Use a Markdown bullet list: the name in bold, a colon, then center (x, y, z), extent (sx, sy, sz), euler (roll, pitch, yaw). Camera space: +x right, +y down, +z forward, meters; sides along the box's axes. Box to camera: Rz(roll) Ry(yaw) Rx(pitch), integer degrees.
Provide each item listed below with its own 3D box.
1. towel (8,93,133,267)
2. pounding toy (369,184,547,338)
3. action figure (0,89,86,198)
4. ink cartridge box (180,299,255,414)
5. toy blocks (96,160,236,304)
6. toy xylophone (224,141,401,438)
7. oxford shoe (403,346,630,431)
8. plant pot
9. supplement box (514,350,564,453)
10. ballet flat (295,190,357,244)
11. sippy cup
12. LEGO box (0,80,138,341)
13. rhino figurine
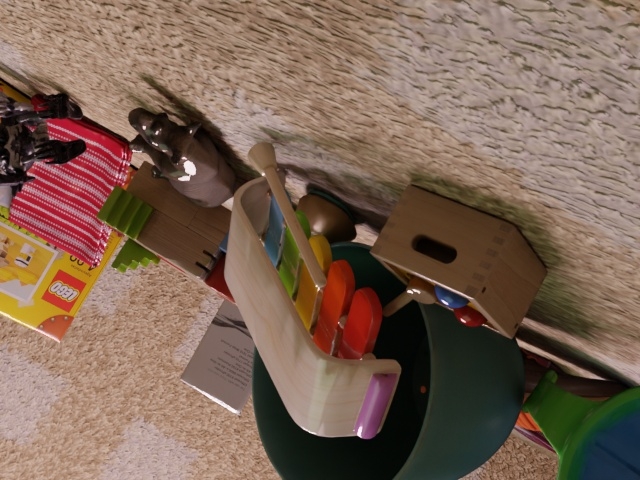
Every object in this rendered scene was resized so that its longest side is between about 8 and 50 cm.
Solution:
- **towel**: center (-0.437, -0.098, 1.634), extent (0.199, 0.274, 0.031), euler (28, -146, 7)
- **pounding toy**: center (0.109, 0.030, 0.851), extent (0.141, 0.100, 0.130), euler (24, 171, 35)
- **action figure**: center (-0.489, -0.159, 1.505), extent (0.141, 0.164, 0.276), euler (4, 171, -44)
- **ink cartridge box**: center (-0.128, 0.154, 1.774), extent (0.129, 0.307, 0.223), euler (29, 172, -1)
- **toy blocks**: center (-0.139, 0.021, 1.350), extent (0.261, 0.190, 0.381), euler (30, 173, 5)
- **toy xylophone**: center (-0.020, 0.046, 0.984), extent (0.236, 0.081, 0.322), euler (108, 144, -49)
- **oxford shoe**: center (0.244, 0.173, 1.277), extent (0.364, 0.132, 0.130), euler (6, 156, 23)
- **plant pot**: center (0.101, 0.160, 1.120), extent (0.235, 0.293, 0.293), euler (10, -172, -41)
- **supplement box**: center (0.333, 0.246, 1.428), extent (0.081, 0.104, 0.188), euler (22, 169, 48)
- **ballet flat**: center (0.000, 0.000, 1.169), extent (0.080, 0.073, 0.232), euler (28, 172, 7)
- **sippy cup**: center (0.374, 0.263, 1.026), extent (0.224, 0.240, 0.305), euler (19, -128, -75)
- **LEGO box**: center (-0.631, -0.092, 1.786), extent (0.500, 0.372, 0.193), euler (34, 172, -36)
- **rhino figurine**: center (-0.162, -0.102, 1.111), extent (0.106, 0.073, 0.243), euler (32, 172, 14)
